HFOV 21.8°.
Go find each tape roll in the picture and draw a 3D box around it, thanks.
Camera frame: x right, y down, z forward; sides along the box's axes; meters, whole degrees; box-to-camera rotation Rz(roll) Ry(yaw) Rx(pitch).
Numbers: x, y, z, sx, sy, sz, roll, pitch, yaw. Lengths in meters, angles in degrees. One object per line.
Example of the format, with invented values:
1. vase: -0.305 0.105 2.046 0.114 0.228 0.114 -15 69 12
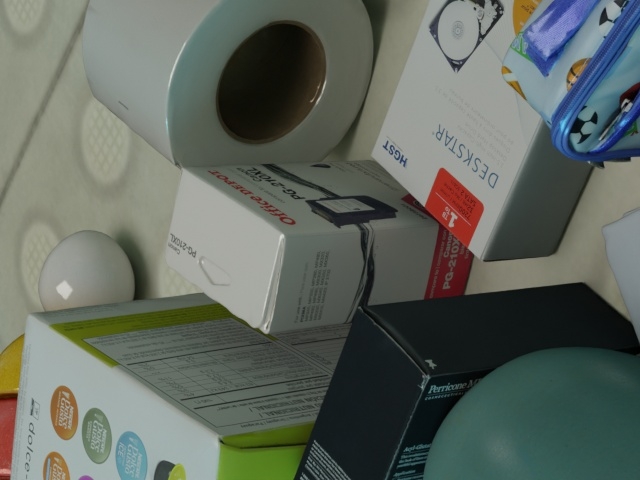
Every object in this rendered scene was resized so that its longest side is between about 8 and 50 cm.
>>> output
1. tape roll: -0.092 -0.187 1.654 0.169 0.246 0.246 40 123 43

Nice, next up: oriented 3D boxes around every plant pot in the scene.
1. plant pot: 0.212 0.218 1.250 0.235 0.293 0.293 49 130 50

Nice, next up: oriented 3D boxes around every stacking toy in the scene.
1. stacking toy: -0.298 0.217 1.962 0.350 0.351 0.480 -12 68 51

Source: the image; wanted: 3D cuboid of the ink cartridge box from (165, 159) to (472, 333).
1. ink cartridge box: 0.000 0.000 1.561 0.172 0.237 0.100 32 118 45

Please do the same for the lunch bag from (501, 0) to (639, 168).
1. lunch bag: 0.276 -0.179 1.193 0.115 0.243 0.303 57 133 31

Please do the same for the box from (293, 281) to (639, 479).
1. box: 0.129 0.143 1.394 0.103 0.261 0.184 47 127 38

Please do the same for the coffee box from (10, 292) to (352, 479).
1. coffee box: -0.072 0.258 1.597 0.334 0.338 0.337 25 113 47

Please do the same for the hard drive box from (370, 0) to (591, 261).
1. hard drive box: 0.162 -0.126 1.465 0.181 0.089 0.232 45 127 40

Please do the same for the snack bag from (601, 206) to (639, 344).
1. snack bag: 0.381 0.091 1.255 0.323 0.037 0.342 -30 73 49
